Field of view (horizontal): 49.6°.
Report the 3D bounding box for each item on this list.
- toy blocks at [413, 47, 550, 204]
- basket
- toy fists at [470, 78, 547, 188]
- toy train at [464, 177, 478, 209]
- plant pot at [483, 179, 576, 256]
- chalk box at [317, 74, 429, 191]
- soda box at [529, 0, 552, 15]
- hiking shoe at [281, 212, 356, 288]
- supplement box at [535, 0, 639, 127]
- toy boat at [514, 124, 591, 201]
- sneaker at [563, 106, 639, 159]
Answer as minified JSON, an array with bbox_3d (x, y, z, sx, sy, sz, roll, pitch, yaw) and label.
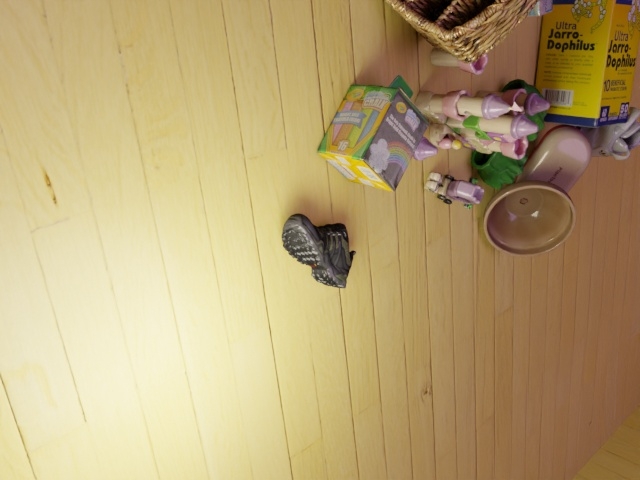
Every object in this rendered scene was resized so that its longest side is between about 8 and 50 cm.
[{"bbox_3d":[0.376,-0.242,1.554,0.288,0.260,0.309,25,85,-47],"label":"toy blocks"},{"bbox_3d":[0.295,-0.530,1.357,0.299,0.213,0.223,-51,137,11],"label":"basket"},{"bbox_3d":[0.487,-0.268,1.780,0.142,0.096,0.279,29,84,-36],"label":"toy fists"},{"bbox_3d":[0.385,-0.121,1.780,0.024,0.017,0.083,6,99,-36],"label":"toy train"},{"bbox_3d":[0.552,-0.079,1.856,0.109,0.237,0.237,-83,155,-50],"label":"plant pot"},{"bbox_3d":[0.116,-0.228,1.394,0.132,0.132,0.213,38,75,-44],"label":"chalk box"},{"bbox_3d":[0.425,-0.538,1.560,0.063,0.183,0.058,-30,123,-36],"label":"soda box"},{"bbox_3d":[0.000,0.000,1.401,0.227,0.086,0.114,54,51,-47],"label":"hiking shoe"},{"bbox_3d":[0.717,-0.495,1.859,0.194,0.195,0.356,-14,113,-42],"label":"supplement box"},{"bbox_3d":[0.636,-0.217,1.920,0.151,0.151,0.231,25,118,-13],"label":"toy boat"},{"bbox_3d":[0.866,-0.390,2.031,0.137,0.210,0.366,37,76,-45],"label":"sneaker"}]
